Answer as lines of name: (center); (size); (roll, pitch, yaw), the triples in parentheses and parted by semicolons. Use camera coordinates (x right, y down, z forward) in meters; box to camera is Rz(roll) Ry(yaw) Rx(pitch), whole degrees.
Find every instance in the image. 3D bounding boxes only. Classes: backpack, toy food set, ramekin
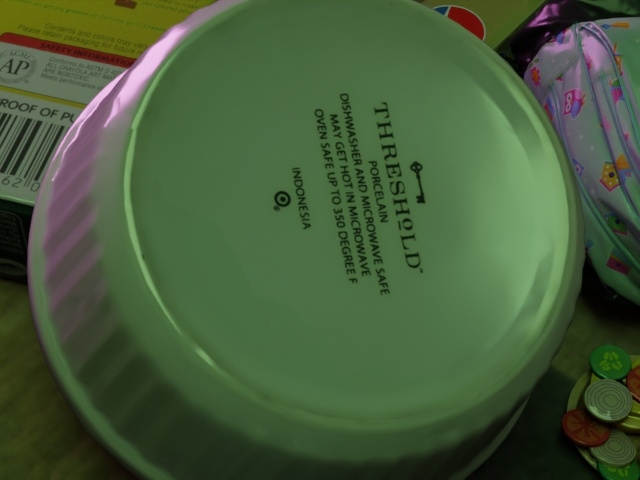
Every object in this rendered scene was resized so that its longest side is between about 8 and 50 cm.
backpack: (0.188, -0.050, 0.804); (0.152, 0.115, 0.182); (-2, 60, -14)
toy food set: (0.167, 0.093, 0.759); (0.083, 0.020, 0.083); (11, 54, 7)
ramekin: (0.000, 0.000, 0.703); (0.273, 0.127, 0.272); (5, 71, -13)

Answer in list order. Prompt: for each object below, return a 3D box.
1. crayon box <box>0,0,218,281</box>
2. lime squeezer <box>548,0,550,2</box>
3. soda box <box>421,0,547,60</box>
crayon box: (-0.157, -0.127, 0.880); (0.202, 0.081, 0.318); (13, 55, 9)
lime squeezer: (0.143, -0.181, 0.916); (0.059, 0.110, 0.310); (-37, 31, -27)
soda box: (0.058, -0.088, 0.866); (0.058, 0.061, 0.181); (34, 60, 21)
